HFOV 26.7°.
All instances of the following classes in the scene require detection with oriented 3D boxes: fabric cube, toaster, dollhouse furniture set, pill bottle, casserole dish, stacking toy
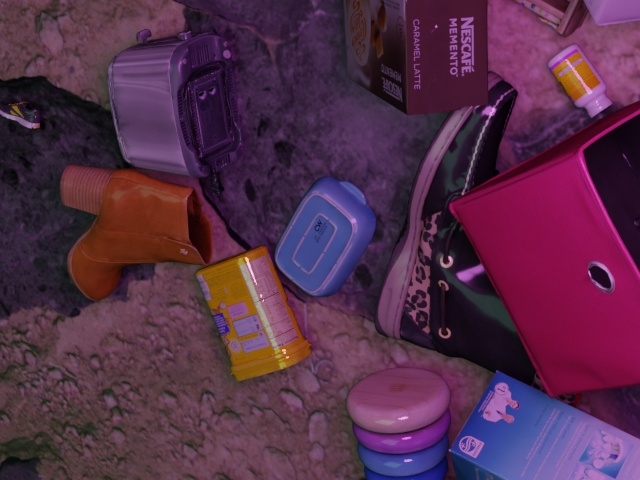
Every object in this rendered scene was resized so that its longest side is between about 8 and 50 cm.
[{"bbox_3d":[0.341,-0.009,1.424,0.254,0.259,0.258,62,154,-2],"label":"fabric cube"},{"bbox_3d":[-0.199,-0.178,1.853,0.146,0.129,0.227,8,117,35],"label":"toaster"},{"bbox_3d":[0.259,-0.268,1.495,0.182,0.161,0.101,34,123,20],"label":"dollhouse furniture set"},{"bbox_3d":[0.304,-0.185,1.569,0.043,0.043,0.083,-38,84,37],"label":"pill bottle"},{"bbox_3d":[0.000,0.000,1.842,0.114,0.037,0.188,40,123,14],"label":"casserole dish"},{"bbox_3d":[0.125,0.346,1.838,0.141,0.141,0.330,5,116,32],"label":"stacking toy"}]

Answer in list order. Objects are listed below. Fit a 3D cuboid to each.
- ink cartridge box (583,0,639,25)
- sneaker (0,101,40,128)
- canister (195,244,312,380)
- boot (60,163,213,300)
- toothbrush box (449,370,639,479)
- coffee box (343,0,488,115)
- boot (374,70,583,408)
[{"bbox_3d":[0.302,-0.358,1.388,0.160,0.092,0.219,102,155,-56],"label":"ink cartridge box"},{"bbox_3d":[-0.463,-0.201,2.080,0.083,0.031,0.035,25,106,19],"label":"sneaker"},{"bbox_3d":[-0.098,0.103,1.921,0.126,0.073,0.170,-19,95,37],"label":"canister"},{"bbox_3d":[-0.257,0.012,1.952,0.211,0.104,0.295,15,142,13],"label":"boot"},{"bbox_3d":[0.320,0.308,1.626,0.295,0.126,0.216,24,158,22],"label":"toothbrush box"},{"bbox_3d":[0.105,-0.239,1.561,0.246,0.098,0.141,-131,35,-67],"label":"coffee box"},{"bbox_3d":[0.241,0.012,1.626,0.284,0.138,0.377,28,116,19],"label":"boot"}]
